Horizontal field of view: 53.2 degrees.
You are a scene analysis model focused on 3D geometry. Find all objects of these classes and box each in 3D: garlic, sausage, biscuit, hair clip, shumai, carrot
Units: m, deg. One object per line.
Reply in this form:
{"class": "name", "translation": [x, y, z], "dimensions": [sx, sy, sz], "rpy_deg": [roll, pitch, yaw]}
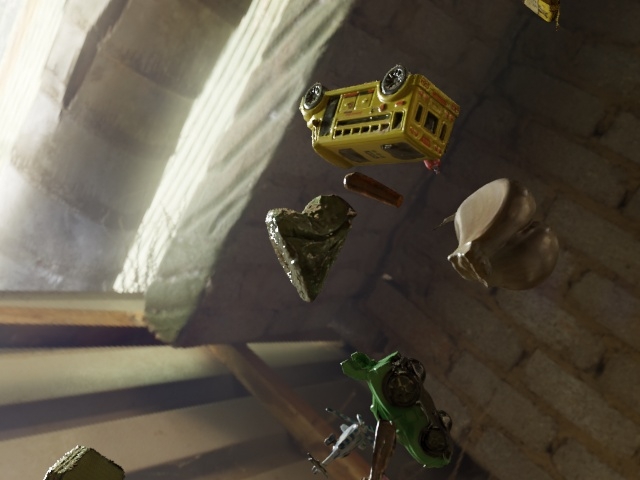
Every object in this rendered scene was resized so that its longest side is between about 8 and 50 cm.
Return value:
{"class": "garlic", "translation": [0.439, -0.008, 1.542], "dimensions": [0.231, 0.246, 0.340], "rpy_deg": [41, -167, -10]}
{"class": "sausage", "translation": [0.280, -0.241, 1.673], "dimensions": [0.050, 0.048, 0.145], "rpy_deg": [-17, -99, -55]}
{"class": "biscuit", "translation": [-0.441, 0.466, 1.178], "dimensions": [0.046, 0.147, 0.250], "rpy_deg": [8, 149, 10]}
{"class": "hair clip", "translation": [0.133, 0.570, 1.499], "dimensions": [0.173, 0.069, 0.300], "rpy_deg": [11, -133, 10]}
{"class": "shumai", "translation": [0.000, 0.000, 1.936], "dimensions": [0.303, 0.264, 0.309], "rpy_deg": [62, 169, -6]}
{"class": "carrot", "translation": [0.077, -0.075, 0.940], "dimensions": [0.093, 0.032, 0.032], "rpy_deg": [26, -166, 24]}

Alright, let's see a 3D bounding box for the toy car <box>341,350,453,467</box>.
{"class": "toy car", "translation": [0.224, 0.444, 1.734], "dimensions": [0.358, 0.177, 0.213], "rpy_deg": [62, -167, 5]}

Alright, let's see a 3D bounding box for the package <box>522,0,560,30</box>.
{"class": "package", "translation": [0.550, -0.578, 1.558], "dimensions": [0.131, 0.047, 0.071], "rpy_deg": [52, -177, 27]}

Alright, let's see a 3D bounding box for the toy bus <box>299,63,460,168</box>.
{"class": "toy bus", "translation": [0.095, -0.225, 1.246], "dimensions": [0.144, 0.152, 0.330], "rpy_deg": [25, 166, -39]}

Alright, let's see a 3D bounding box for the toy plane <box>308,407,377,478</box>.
{"class": "toy plane", "translation": [0.058, 0.526, 1.593], "dimensions": [0.182, 0.107, 0.273], "rpy_deg": [34, -153, 0]}
